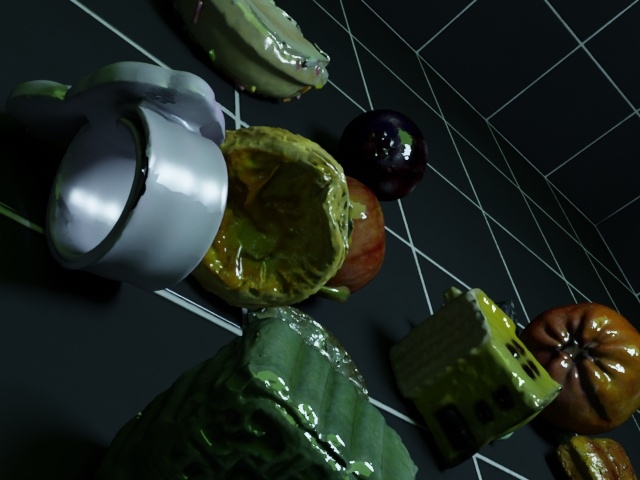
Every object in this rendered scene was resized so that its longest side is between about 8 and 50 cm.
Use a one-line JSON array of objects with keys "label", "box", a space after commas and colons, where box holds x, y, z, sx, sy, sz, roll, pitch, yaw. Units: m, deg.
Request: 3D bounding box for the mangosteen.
[{"label": "mangosteen", "box": [0.130, -0.173, 1.479, 0.194, 0.194, 0.230, 55, 0, 9]}]

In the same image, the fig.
[{"label": "fig", "box": [0.000, -0.001, 1.034, 0.205, 0.205, 0.205, 38, 28, -25]}]

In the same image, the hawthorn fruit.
[{"label": "hawthorn fruit", "box": [0.565, 0.281, 1.493, 0.298, 0.277, 0.277, 52, 14, -56]}]

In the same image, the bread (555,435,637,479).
[{"label": "bread", "box": [0.573, 0.469, 1.422, 0.271, 0.077, 0.139, 24, 36, -48]}]

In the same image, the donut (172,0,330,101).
[{"label": "donut", "box": [-0.151, -0.439, 1.380, 0.307, 0.150, 0.371, 12, 46, -53]}]

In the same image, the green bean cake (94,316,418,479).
[{"label": "green bean cake", "box": [-0.056, 0.209, 0.600, 0.222, 0.227, 0.125, 45, 21, -11]}]

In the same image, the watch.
[{"label": "watch", "box": [-0.222, -0.062, 0.752, 0.211, 0.248, 0.217, 24, 62, -46]}]

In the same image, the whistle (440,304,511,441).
[{"label": "whistle", "box": [0.268, 0.235, 1.251, 0.258, 0.067, 0.126, 64, -17, 2]}]

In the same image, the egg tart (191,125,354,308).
[{"label": "egg tart", "box": [-0.071, -0.029, 0.895, 0.241, 0.241, 0.106, 46, 9, -11]}]

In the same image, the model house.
[{"label": "model house", "box": [0.237, 0.205, 1.124, 0.175, 0.193, 0.234, 4, 50, -56]}]

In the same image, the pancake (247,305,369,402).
[{"label": "pancake", "box": [-0.014, 0.198, 0.898, 0.253, 0.037, 0.253, 38, 30, -26]}]

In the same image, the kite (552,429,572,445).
[{"label": "kite", "box": [0.560, 0.505, 1.457, 0.141, 0.015, 0.245, 24, 33, -42]}]

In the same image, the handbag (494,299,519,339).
[{"label": "handbag", "box": [0.409, 0.204, 1.549, 0.115, 0.072, 0.139, -1, 66, -65]}]
